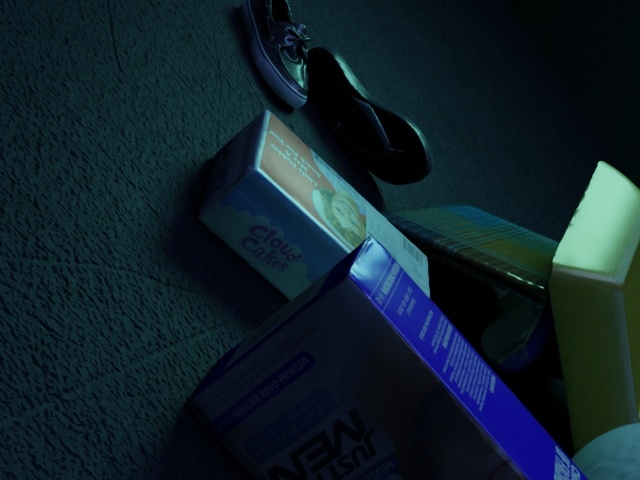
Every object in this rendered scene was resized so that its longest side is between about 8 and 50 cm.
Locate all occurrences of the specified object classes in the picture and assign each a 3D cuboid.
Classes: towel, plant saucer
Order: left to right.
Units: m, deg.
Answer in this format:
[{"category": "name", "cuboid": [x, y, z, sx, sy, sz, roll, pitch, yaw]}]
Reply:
[{"category": "towel", "cuboid": [0.248, 0.015, 1.550, 0.271, 0.040, 0.370, 24, 14, 23]}, {"category": "plant saucer", "cuboid": [0.407, 0.103, 1.493, 0.332, 0.081, 0.332, -49, 132, -51]}]

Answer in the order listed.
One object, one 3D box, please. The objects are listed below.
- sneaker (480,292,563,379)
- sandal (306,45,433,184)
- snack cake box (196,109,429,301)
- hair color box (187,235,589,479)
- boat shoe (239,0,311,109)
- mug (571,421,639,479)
[{"category": "sneaker", "cuboid": [0.320, 0.142, 1.546, 0.146, 0.102, 0.293, 51, 22, 0]}, {"category": "sandal", "cuboid": [0.053, -0.170, 1.561, 0.254, 0.097, 0.054, 45, 32, 14]}, {"category": "snack cake box", "cuboid": [0.000, 0.000, 1.171, 0.264, 0.089, 0.152, 42, 25, -19]}, {"category": "hair color box", "cuboid": [0.077, 0.188, 0.890, 0.339, 0.185, 0.110, 48, 22, -5]}, {"category": "boat shoe", "cuboid": [-0.051, -0.282, 1.540, 0.080, 0.076, 0.228, 31, 28, -40]}, {"category": "mug", "cuboid": [0.319, 0.340, 1.063, 0.374, 0.276, 0.328, 9, 30, -14]}]
